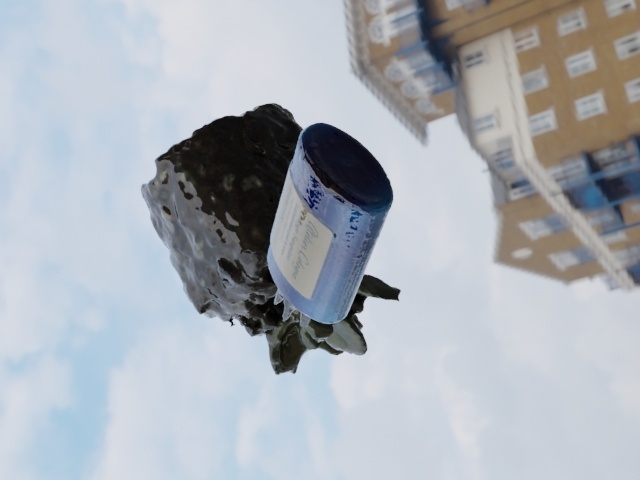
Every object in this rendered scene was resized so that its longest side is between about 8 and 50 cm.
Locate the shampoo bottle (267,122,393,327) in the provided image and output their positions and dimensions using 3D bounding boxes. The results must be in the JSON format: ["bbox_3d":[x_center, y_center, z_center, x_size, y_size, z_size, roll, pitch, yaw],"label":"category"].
[{"bbox_3d":[0.000,0.000,0.775,0.050,0.183,0.087,-29,-114,-29],"label":"shampoo bottle"}]

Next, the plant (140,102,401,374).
[{"bbox_3d":[-0.055,0.014,1.230,0.213,0.215,0.312,-21,-103,-37],"label":"plant"}]
